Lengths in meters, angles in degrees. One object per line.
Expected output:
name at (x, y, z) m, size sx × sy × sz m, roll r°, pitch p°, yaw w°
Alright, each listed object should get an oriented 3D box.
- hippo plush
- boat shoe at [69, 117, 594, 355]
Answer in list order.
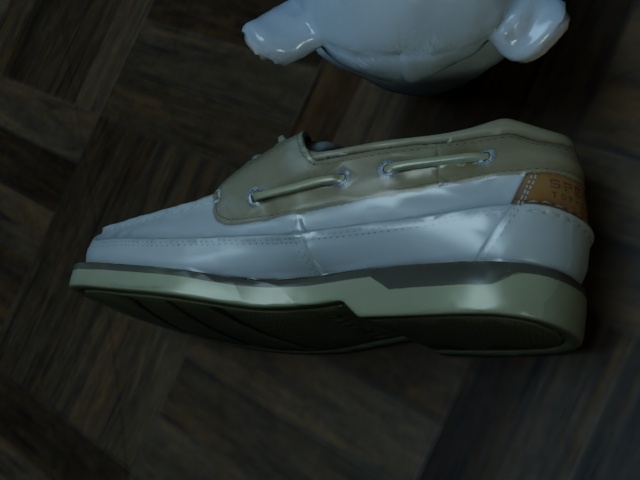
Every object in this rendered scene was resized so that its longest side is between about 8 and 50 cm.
hippo plush at (0.072, -0.195, 0.580) m, size 0.234 × 0.294 × 0.236 m, roll -8°, pitch 85°, yaw 6°
boat shoe at (0.000, 0.000, 0.633) m, size 0.302 × 0.113 × 0.103 m, roll 0°, pitch 71°, yaw 31°
